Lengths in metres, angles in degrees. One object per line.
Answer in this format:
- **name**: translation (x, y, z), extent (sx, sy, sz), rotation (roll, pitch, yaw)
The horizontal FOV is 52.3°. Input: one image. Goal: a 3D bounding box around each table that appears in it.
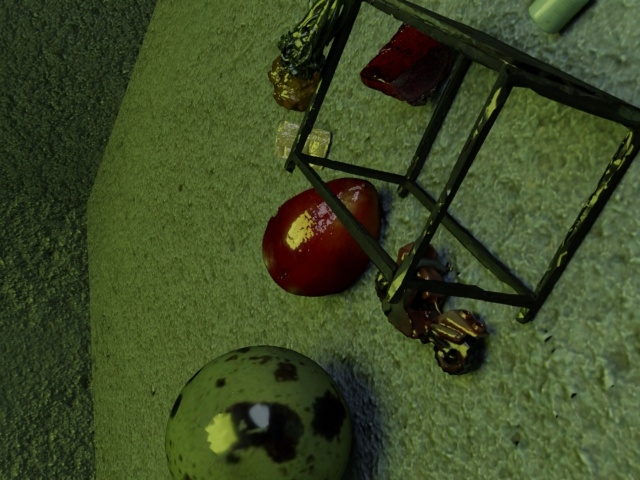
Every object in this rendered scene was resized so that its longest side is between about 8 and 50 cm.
- **table**: translation (0.147, -0.115, 0.800), extent (0.272, 0.222, 0.335), rotation (-66, 33, 23)

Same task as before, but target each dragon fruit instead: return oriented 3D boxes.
- **dragon fruit**: translation (0.143, -0.257, 0.984), extent (0.147, 0.096, 0.102), rotation (-44, 41, -4)

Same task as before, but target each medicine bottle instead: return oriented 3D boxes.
- **medicine bottle**: translation (0.291, -0.289, 0.770), extent (0.083, 0.047, 0.047), rotation (-46, 45, 44)

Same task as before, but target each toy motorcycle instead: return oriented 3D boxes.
- **toy motorcycle**: translation (0.148, 0.081, 0.887), extent (0.212, 0.084, 0.118), rotation (49, 123, 44)

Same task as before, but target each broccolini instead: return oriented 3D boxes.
- **broccolini**: translation (0.019, -0.282, 0.803), extent (0.203, 0.068, 0.091), rotation (-43, 17, 34)

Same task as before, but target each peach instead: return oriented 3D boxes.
- **peach**: translation (0.000, 0.007, 1.100), extent (0.267, 0.159, 0.153), rotation (-37, 58, 48)

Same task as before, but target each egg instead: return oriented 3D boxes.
- **egg**: translation (-0.106, 0.317, 1.059), extent (0.379, 0.288, 0.287), rotation (153, 120, -64)

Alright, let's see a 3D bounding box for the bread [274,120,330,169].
- **bread**: translation (-0.033, -0.195, 1.324), extent (0.152, 0.105, 0.077), rotation (-69, -7, -80)

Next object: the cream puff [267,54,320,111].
- **cream puff**: translation (-0.057, -0.324, 1.328), extent (0.116, 0.094, 0.122), rotation (-36, 49, 48)
